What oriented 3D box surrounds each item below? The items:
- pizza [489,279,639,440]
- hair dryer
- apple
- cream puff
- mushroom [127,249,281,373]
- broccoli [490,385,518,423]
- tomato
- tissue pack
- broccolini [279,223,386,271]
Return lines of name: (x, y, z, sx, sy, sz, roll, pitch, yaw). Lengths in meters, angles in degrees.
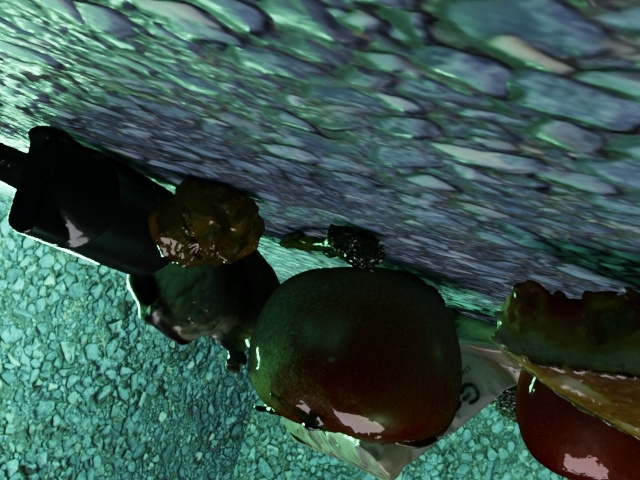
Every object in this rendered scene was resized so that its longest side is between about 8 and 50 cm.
pizza: (0.385, 0.115, 0.694, 0.440, 0.130, 0.406, 28, 159, -14)
hair dryer: (-0.327, -0.071, 1.046, 0.302, 0.116, 0.244, 22, 174, 21)
apple: (0.404, 0.241, 1.339, 0.260, 0.216, 0.260, 19, 176, 1)
cream puff: (-0.121, -0.013, 0.995, 0.122, 0.094, 0.116, 23, 170, -18)
mushroom: (-0.140, 0.078, 1.364, 0.344, 0.130, 0.247, 36, -157, -57)
broccoli: (0.387, 0.251, 1.712, 0.176, 0.198, 0.226, -15, -151, -5)
tomato: (0.058, 0.154, 1.310, 0.304, 0.239, 0.303, 11, 174, 1)
tissue pack: (0.133, 0.231, 1.610, 0.195, 0.375, 0.390, 61, 160, -18)
broccolini: (0.007, -0.003, 1.091, 0.058, 0.071, 0.254, -25, -167, -14)
